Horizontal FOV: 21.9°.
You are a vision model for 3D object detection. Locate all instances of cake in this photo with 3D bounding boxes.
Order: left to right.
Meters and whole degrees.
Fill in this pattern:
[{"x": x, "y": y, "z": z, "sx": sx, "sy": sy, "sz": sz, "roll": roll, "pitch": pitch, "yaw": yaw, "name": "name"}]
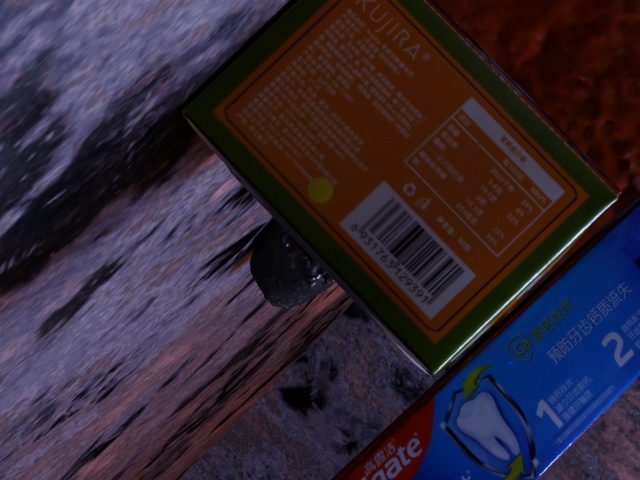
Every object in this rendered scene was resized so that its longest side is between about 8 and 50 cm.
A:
[{"x": 0.189, "y": -0.079, "z": 1.260, "sx": 0.270, "sy": 0.269, "sz": 0.319, "roll": -46, "pitch": 173, "yaw": 16, "name": "cake"}]

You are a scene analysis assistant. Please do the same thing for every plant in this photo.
[{"x": 0.000, "y": 0.000, "z": 1.471, "sx": 0.092, "sy": 0.094, "sz": 0.143, "roll": -16, "pitch": 166, "yaw": -47, "name": "plant"}]

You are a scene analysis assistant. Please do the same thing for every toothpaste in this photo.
[{"x": 0.116, "y": 0.085, "z": 0.942, "sx": 0.320, "sy": 0.076, "sz": 0.066, "roll": -39, "pitch": 176, "yaw": -28, "name": "toothpaste"}]

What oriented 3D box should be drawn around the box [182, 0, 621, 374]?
[{"x": 0.048, "y": -0.040, "z": 0.939, "sx": 0.148, "sy": 0.195, "sz": 0.177, "roll": -44, "pitch": 174, "yaw": 0, "name": "box"}]
